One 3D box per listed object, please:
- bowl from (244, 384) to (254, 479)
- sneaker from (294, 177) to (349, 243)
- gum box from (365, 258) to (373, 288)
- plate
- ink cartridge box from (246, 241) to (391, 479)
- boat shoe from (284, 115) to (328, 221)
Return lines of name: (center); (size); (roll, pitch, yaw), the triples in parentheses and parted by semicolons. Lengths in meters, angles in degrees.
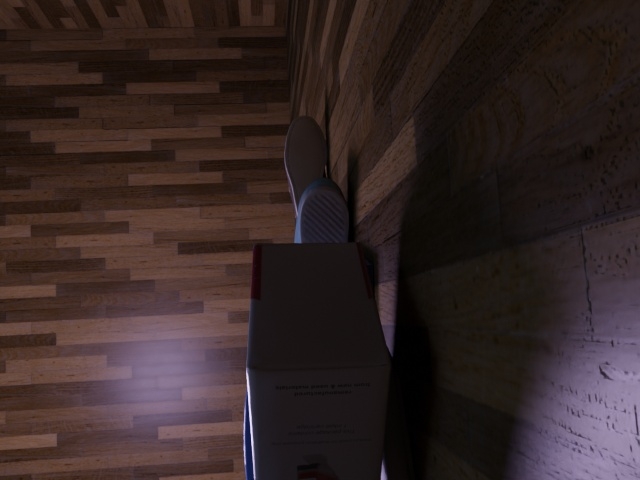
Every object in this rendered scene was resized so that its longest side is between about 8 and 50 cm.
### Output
bowl: (-0.112, 0.445, 1.561); (0.391, 0.077, 0.392); (-2, -90, -85)
sneaker: (0.005, 0.039, 1.400); (0.150, 0.135, 0.366); (-85, 4, -66)
gum box: (0.061, 0.107, 1.178); (0.184, 0.041, 0.157); (-124, 31, -82)
plate: (0.089, 0.304, 0.948); (0.277, 0.045, 0.278); (95, 171, -58)
ink cartridge box: (-0.012, 0.233, 0.892); (0.279, 0.160, 0.385); (-100, 9, -60)
boat shoe: (-0.035, -0.163, 1.739); (0.097, 0.116, 0.325); (149, 113, -81)
